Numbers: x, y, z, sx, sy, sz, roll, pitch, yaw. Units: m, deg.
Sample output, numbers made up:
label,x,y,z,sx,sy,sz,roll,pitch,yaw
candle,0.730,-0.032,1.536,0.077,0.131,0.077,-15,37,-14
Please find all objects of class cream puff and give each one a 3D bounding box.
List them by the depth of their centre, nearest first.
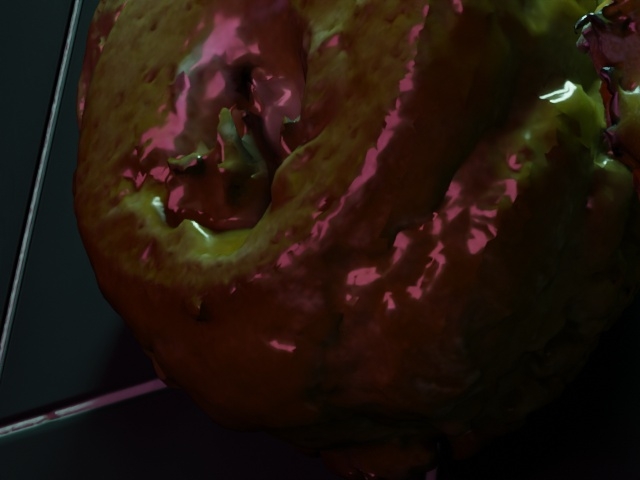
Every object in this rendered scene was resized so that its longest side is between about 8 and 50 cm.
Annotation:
label,x,y,z,sx,sy,sz,roll,pitch,yaw
cream puff,0.032,-0.046,0.984,0.343,0.231,0.327,19,89,49

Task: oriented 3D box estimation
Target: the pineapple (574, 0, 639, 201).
label,x,y,z,sx,sy,sz,roll,pitch,yaw
pineapple,0.215,-0.074,0.832,0.047,0.221,0.221,86,-158,-78
